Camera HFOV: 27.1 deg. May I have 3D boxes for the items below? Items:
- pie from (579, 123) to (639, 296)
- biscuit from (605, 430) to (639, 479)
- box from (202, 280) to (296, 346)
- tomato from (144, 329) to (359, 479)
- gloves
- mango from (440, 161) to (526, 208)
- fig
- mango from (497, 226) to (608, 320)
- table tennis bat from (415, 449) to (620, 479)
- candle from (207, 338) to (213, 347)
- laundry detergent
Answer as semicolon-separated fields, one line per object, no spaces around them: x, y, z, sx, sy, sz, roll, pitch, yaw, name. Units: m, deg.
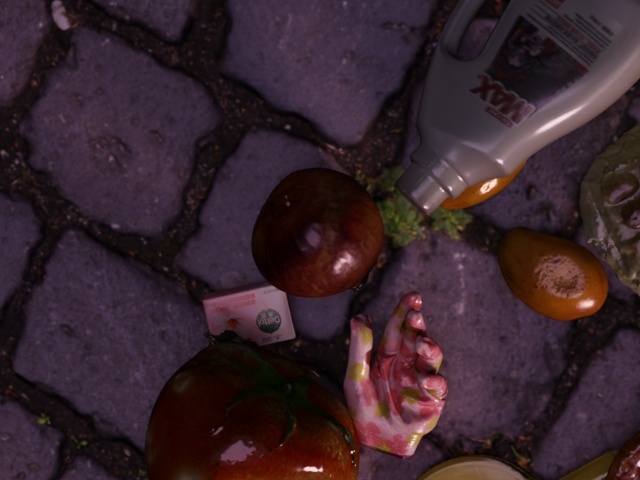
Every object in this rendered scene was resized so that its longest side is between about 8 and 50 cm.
0.514;-0.044;1.823;0.306;0.071;0.306;-1;86;13;pie
0.518;0.391;1.852;0.289;0.081;0.334;17;101;-7;biscuit
-0.105;0.112;1.961;0.125;0.043;0.089;-14;100;2;box
-0.105;0.292;1.854;0.303;0.303;0.239;32;109;6;tomato
0.115;0.186;1.907;0.145;0.126;0.241;23;102;32;gloves
0.232;-0.114;1.882;0.190;0.075;0.098;-42;89;4;mango
0.001;-0.001;1.886;0.205;0.205;0.205;1;95;10;fig
0.324;0.051;1.871;0.165;0.089;0.115;16;96;11;mango
0.284;0.395;1.929;0.368;0.054;0.224;-28;91;15;table tennis bat
-0.164;0.170;2.004;0.026;0.021;0.167;22;98;8;candle
0.245;-0.210;1.805;0.264;0.125;0.398;43;89;17;laundry detergent
